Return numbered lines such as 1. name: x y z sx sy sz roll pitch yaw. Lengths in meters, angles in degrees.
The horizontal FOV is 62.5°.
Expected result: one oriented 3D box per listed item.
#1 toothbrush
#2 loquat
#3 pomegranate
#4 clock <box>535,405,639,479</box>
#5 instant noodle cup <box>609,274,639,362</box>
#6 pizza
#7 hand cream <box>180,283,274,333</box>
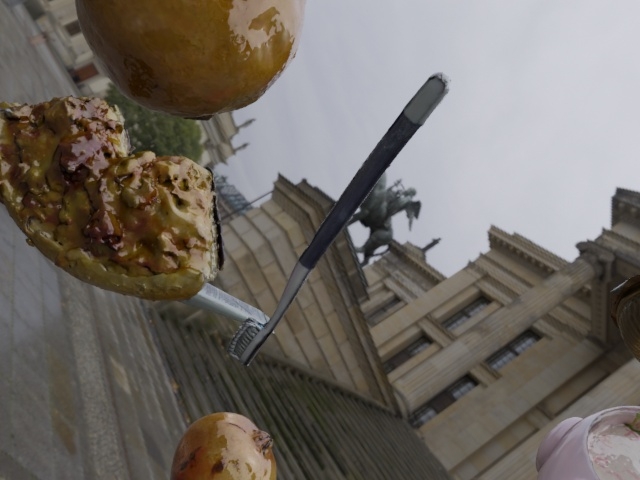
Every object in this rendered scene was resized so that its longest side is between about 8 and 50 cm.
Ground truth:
1. toothbrush: 0.000 0.000 0.387 0.026 0.288 0.024 30 31 -9
2. loquat: -0.181 -0.338 0.767 0.328 0.328 0.328 54 -13 19
3. pomegranate: -0.178 0.435 0.991 0.209 0.209 0.209 54 -13 19
4. clock: 0.485 0.461 0.818 0.368 0.377 0.250 36 -47 41
5. instant noodle cup: 0.544 0.154 0.739 0.274 0.090 0.274 25 -29 15
6. pizza: -0.211 -0.053 0.496 0.305 0.161 0.085 35 -10 18
7. hand cream: -0.272 0.150 1.318 0.341 0.077 0.124 28 3 -17
